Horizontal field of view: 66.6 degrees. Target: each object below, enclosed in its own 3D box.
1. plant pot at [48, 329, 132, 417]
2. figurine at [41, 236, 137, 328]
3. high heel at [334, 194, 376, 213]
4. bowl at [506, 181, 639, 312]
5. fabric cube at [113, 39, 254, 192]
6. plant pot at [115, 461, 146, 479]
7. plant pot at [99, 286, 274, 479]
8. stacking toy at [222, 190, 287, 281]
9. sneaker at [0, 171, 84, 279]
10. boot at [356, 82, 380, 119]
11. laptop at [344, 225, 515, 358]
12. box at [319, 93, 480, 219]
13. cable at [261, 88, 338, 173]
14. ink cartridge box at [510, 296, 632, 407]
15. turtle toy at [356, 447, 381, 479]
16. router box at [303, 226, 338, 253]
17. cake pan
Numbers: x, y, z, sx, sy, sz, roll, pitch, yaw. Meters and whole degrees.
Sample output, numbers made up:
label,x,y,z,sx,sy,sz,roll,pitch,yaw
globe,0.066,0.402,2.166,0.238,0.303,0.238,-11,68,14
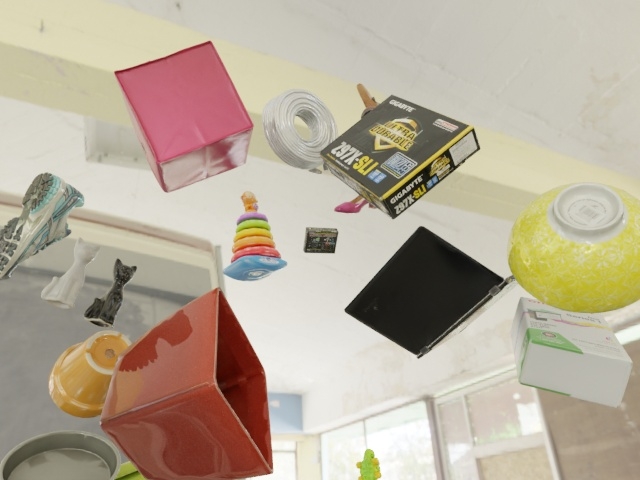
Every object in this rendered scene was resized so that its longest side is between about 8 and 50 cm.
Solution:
label,x,y,z,sx,sy,sz,roll,pitch,yaw
plant pot,-0.598,0.343,1.315,0.205,0.205,0.188,18,-47,-33
figurine,-0.664,0.120,1.431,0.092,0.210,0.215,-11,-39,39
high heel,0.150,-0.171,1.886,0.244,0.117,0.082,-11,18,-31
bowl,0.516,-0.019,0.954,0.289,0.290,0.156,-12,-39,14
fabric cube,-0.349,-0.309,1.276,0.259,0.254,0.258,-25,-3,-16
plant pot,-0.621,0.821,1.539,0.227,0.207,0.228,-32,-20,22
plant pot,-0.253,0.297,0.934,0.235,0.267,0.267,-19,-59,2
stacking toy,-0.221,-0.030,1.600,0.175,0.302,0.165,11,-29,-38
sneaker,-0.668,-0.016,1.163,0.283,0.110,0.122,-54,-38,2
boot,0.169,-0.386,1.464,0.096,0.281,0.264,-35,-38,26
laptop,0.357,0.140,1.429,0.407,0.236,0.382,-13,-31,-47
box,0.174,-0.214,1.170,0.257,0.322,0.079,-40,-52,-2
cable,-0.061,-0.351,1.543,0.257,0.257,0.089,4,-13,-38
ink cartridge box,0.570,0.246,1.145,0.201,0.117,0.278,11,16,15
turtle toy,0.187,0.849,1.831,0.095,0.130,0.066,-24,-38,22
router box,0.000,0.000,1.814,0.122,0.038,0.092,2,-60,-14
cake pan,-0.697,0.623,1.313,0.293,0.054,0.293,14,11,-3
